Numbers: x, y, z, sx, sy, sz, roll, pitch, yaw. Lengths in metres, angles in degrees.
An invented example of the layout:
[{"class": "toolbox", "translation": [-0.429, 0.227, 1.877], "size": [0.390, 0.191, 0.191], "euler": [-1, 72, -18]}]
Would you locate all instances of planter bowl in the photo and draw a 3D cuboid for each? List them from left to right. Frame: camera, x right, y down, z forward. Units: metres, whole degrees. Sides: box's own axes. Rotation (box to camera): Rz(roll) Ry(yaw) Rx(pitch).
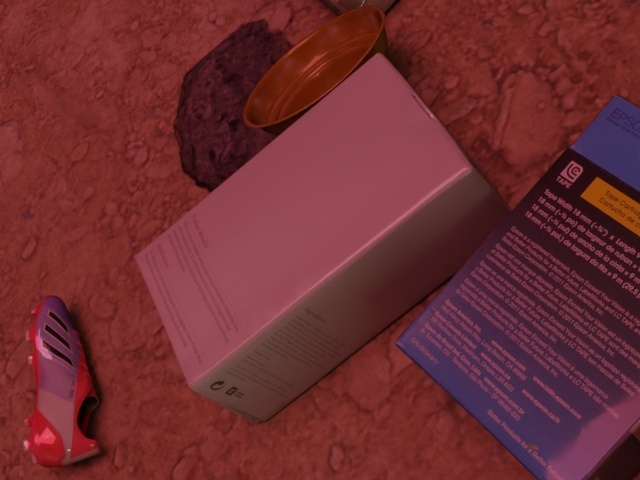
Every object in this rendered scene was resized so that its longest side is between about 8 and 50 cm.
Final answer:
[{"class": "planter bowl", "translation": [0.015, -0.185, 1.224], "size": [0.217, 0.090, 0.217], "euler": [-31, 28, 19]}]

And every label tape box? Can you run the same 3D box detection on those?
[{"class": "label tape box", "translation": [0.272, 0.059, 0.943], "size": [0.333, 0.106, 0.240], "euler": [-48, 50, 2]}]

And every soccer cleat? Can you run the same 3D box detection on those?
[{"class": "soccer cleat", "translation": [-0.336, 0.181, 1.299], "size": [0.095, 0.083, 0.248], "euler": [-6, 54, -3]}]

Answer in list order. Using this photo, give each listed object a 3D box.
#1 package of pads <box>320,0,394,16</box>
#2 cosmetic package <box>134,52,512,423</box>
[{"class": "package of pads", "translation": [0.074, -0.457, 1.340], "size": [0.296, 0.101, 0.229], "euler": [-46, 52, 3]}, {"class": "cosmetic package", "translation": [0.000, 0.000, 1.119], "size": [0.385, 0.156, 0.217], "euler": [-37, 52, 10]}]
